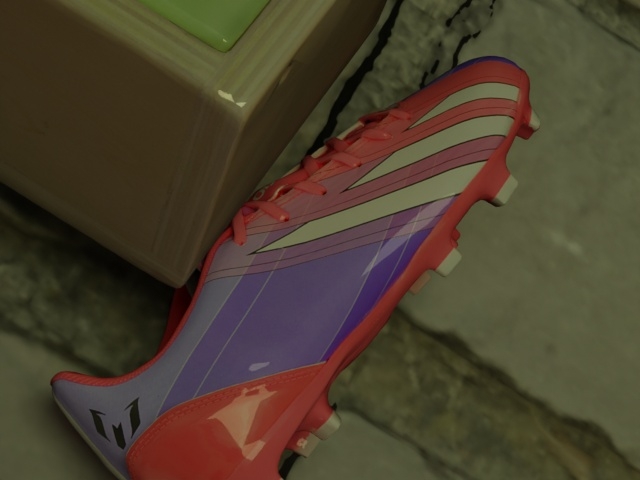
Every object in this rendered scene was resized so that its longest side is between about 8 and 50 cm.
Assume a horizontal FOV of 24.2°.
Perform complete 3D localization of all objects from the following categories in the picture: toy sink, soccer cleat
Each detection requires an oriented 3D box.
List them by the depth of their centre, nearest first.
[{"bbox_3d":[-0.097,-0.124,0.525,0.234,0.131,0.152,33,58,4],"label":"toy sink"},{"bbox_3d":[0.000,0.000,0.583,0.095,0.083,0.248,38,63,-2],"label":"soccer cleat"}]
